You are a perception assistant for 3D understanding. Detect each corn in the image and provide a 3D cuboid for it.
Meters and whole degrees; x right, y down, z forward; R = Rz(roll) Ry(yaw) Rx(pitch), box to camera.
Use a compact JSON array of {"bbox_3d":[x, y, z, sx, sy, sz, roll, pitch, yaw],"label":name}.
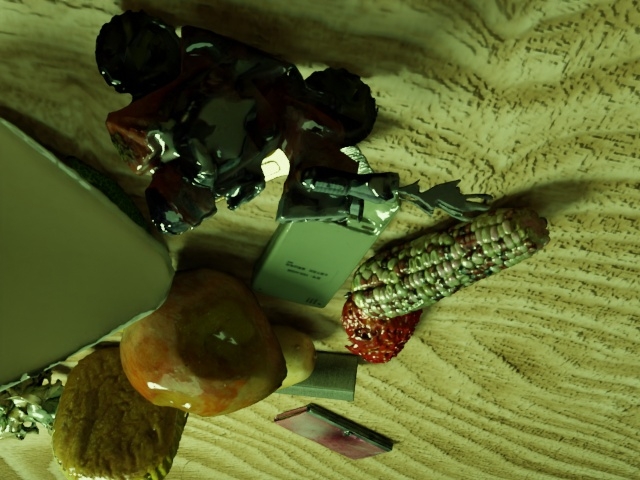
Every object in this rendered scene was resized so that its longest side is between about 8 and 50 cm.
[{"bbox_3d":[0.154,0.026,1.048,0.092,0.092,0.280,32,137,-32],"label":"corn"}]

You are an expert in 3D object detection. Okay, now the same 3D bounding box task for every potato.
[{"bbox_3d":[-0.093,0.187,1.325,0.178,0.109,0.118,2,172,17],"label":"potato"}]

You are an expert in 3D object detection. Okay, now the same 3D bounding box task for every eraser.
[{"bbox_3d":[-0.340,0.041,1.008,0.331,0.331,0.150,30,149,-30],"label":"eraser"}]

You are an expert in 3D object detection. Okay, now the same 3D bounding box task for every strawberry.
[{"bbox_3d":[0.092,0.139,1.239,0.121,0.082,0.188,0,143,7],"label":"strawberry"}]

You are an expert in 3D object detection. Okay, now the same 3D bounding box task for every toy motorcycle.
[{"bbox_3d":[-0.035,-0.085,0.815,0.401,0.207,0.134,14,168,-10],"label":"toy motorcycle"}]

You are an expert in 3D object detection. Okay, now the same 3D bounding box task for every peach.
[{"bbox_3d":[-0.157,0.148,1.182,0.235,0.214,0.214,24,145,-5],"label":"peach"}]

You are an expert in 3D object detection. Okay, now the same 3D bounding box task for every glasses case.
[{"bbox_3d":[-0.041,0.222,1.401,0.204,0.071,0.047,6,143,5],"label":"glasses case"}]

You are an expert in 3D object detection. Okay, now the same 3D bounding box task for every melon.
[{"bbox_3d":[-0.284,-0.027,1.118,0.114,0.053,0.262,18,146,19],"label":"melon"}]

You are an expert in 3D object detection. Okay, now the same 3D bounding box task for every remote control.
[{"bbox_3d":[0.000,0.000,1.090,0.123,0.038,0.285,15,144,-12],"label":"remote control"}]

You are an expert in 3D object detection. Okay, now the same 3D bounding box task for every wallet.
[{"bbox_3d":[0.027,0.393,1.687,0.232,0.025,0.119,32,141,-30],"label":"wallet"}]

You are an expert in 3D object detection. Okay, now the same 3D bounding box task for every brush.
[{"bbox_3d":[-0.067,-0.083,0.974,0.272,0.013,0.103,-16,120,38],"label":"brush"}]

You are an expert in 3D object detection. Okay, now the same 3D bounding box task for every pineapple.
[{"bbox_3d":[-0.597,0.279,1.506,0.271,0.263,0.262,15,149,-34],"label":"pineapple"}]

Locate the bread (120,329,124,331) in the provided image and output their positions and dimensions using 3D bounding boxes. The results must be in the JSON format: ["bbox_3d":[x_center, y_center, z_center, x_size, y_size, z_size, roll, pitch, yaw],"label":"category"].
[{"bbox_3d":[-0.349,0.055,1.210,0.092,0.074,0.239,-6,145,41],"label":"bread"}]

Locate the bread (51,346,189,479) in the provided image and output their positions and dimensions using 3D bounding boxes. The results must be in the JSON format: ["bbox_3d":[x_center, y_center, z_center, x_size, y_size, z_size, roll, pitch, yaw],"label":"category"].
[{"bbox_3d":[-0.353,0.317,1.449,0.227,0.253,0.142,9,144,4],"label":"bread"}]
